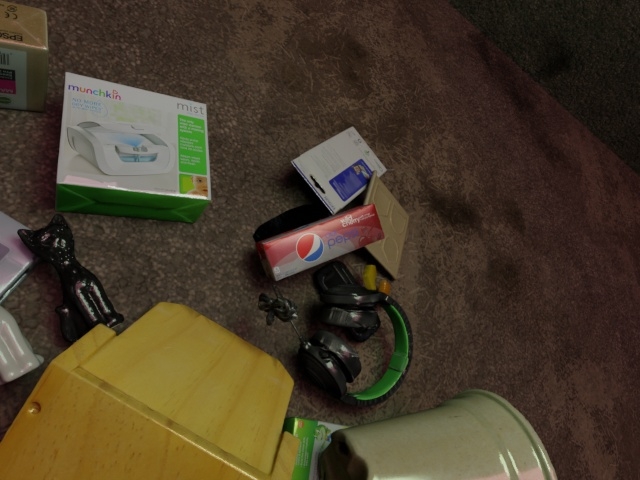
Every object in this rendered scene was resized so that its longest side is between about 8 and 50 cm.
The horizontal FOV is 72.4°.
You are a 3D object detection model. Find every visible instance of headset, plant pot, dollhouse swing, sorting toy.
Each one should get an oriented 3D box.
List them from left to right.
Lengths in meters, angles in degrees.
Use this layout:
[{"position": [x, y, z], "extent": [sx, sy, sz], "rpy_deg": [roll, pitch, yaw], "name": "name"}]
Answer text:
[{"position": [-0.242, 0.312, 0.697], "extent": [0.347, 0.305, 0.315], "rpy_deg": [31, 88, -3], "name": "dollhouse swing"}, {"position": [0.050, 0.196, 0.893], "extent": [0.394, 0.185, 0.243], "rpy_deg": [29, 74, -25], "name": "headset"}, {"position": [0.150, 0.001, 1.131], "extent": [0.229, 0.041, 0.307], "rpy_deg": [48, 48, -38], "name": "sorting toy"}, {"position": [0.174, 0.440, 0.770], "extent": [0.306, 0.334, 0.333], "rpy_deg": [5, 66, -19], "name": "plant pot"}]

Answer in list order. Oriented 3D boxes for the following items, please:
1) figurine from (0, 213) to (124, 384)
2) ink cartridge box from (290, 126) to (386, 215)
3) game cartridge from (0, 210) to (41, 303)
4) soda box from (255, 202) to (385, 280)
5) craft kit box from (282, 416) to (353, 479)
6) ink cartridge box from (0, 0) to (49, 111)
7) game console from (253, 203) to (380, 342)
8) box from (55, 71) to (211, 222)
[{"position": [-0.449, 0.083, 0.668], "extent": [0.215, 0.092, 0.209], "rpy_deg": [-31, 98, -48], "name": "figurine"}, {"position": [0.044, -0.179, 1.140], "extent": [0.165, 0.065, 0.333], "rpy_deg": [53, 40, -2], "name": "ink cartridge box"}, {"position": [-0.590, 0.063, 0.648], "extent": [0.196, 0.060, 0.294], "rpy_deg": [39, 53, -17], "name": "game cartridge"}, {"position": [0.000, 0.000, 0.946], "extent": [0.263, 0.092, 0.083], "rpy_deg": [-21, 97, -18], "name": "soda box"}, {"position": [0.030, 0.495, 0.856], "extent": [0.247, 0.061, 0.249], "rpy_deg": [23, 58, -26], "name": "craft kit box"}, {"position": [-0.593, -0.313, 0.729], "extent": [0.235, 0.193, 0.088], "rpy_deg": [-3, 73, -34], "name": "ink cartridge box"}, {"position": [0.013, 0.082, 1.043], "extent": [0.213, 0.044, 0.361], "rpy_deg": [-31, 86, -39], "name": "game console"}, {"position": [-0.363, -0.170, 0.861], "extent": [0.262, 0.127, 0.231], "rpy_deg": [5, 68, -31], "name": "box"}]
